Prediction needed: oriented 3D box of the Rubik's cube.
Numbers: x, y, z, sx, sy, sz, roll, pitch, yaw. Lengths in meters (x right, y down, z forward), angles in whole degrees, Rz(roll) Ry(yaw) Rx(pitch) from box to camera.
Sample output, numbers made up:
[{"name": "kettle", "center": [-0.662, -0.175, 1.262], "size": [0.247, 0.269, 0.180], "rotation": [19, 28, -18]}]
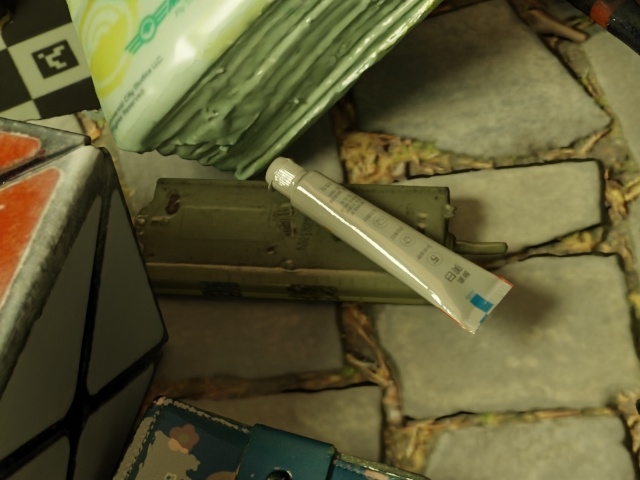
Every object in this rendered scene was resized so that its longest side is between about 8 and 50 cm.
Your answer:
[{"name": "Rubik's cube", "center": [-0.260, 0.082, 0.877], "size": [0.259, 0.260, 0.254], "rotation": [12, 60, 15]}]

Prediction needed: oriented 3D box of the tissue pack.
[{"name": "tissue pack", "center": [-0.072, -0.277, 1.091], "size": [0.287, 0.162, 0.388], "rotation": [-42, 53, 25]}]

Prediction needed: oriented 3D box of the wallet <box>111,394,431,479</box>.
[{"name": "wallet", "center": [-0.036, 0.186, 0.904], "size": [0.202, 0.059, 0.141], "rotation": [16, 65, 16]}]

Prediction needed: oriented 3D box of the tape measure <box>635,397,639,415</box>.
[{"name": "tape measure", "center": [0.332, 0.032, 0.938], "size": [0.207, 0.115, 0.235], "rotation": [6, 58, 23]}]

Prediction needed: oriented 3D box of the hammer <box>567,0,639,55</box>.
[{"name": "hammer", "center": [0.244, -0.158, 1.116], "size": [0.137, 0.037, 0.290], "rotation": [-29, 57, -24]}]

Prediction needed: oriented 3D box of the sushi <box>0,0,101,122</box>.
[{"name": "sushi", "center": [-0.368, -0.220, 1.197], "size": [0.339, 0.068, 0.320], "rotation": [-11, 56, -2]}]

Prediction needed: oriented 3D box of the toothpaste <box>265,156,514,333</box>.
[{"name": "toothpaste", "center": [0.042, -0.002, 0.997], "size": [0.190, 0.031, 0.048], "rotation": [33, 63, 20]}]

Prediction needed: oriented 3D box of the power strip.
[{"name": "power strip", "center": [0.000, 0.000, 1.038], "size": [0.268, 0.034, 0.092], "rotation": [2, 56, 6]}]
